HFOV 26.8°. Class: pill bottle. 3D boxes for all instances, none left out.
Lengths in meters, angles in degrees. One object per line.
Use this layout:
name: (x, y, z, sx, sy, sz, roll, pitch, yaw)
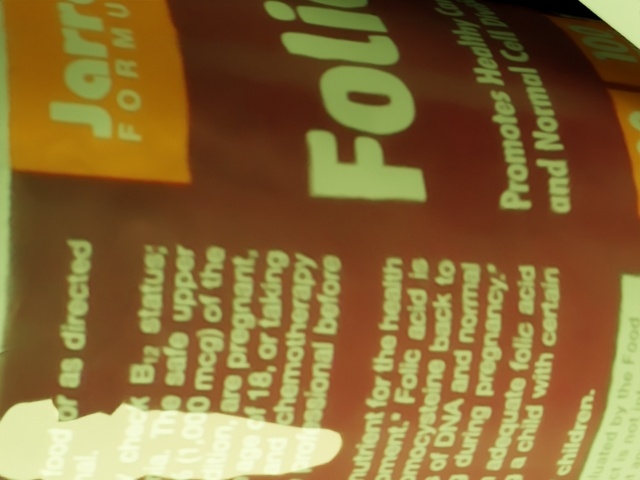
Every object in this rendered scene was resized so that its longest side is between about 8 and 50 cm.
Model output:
pill bottle: (-0.056, 0.010, 0.475, 0.392, 0.224, 0.224, 4, 161, -25)

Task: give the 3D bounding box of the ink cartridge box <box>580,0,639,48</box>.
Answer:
ink cartridge box: (0.144, -0.135, 0.351, 0.154, 0.093, 0.212, 33, 153, -26)
